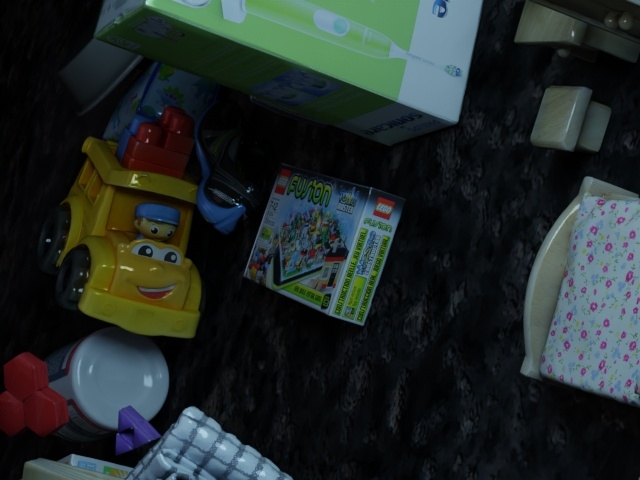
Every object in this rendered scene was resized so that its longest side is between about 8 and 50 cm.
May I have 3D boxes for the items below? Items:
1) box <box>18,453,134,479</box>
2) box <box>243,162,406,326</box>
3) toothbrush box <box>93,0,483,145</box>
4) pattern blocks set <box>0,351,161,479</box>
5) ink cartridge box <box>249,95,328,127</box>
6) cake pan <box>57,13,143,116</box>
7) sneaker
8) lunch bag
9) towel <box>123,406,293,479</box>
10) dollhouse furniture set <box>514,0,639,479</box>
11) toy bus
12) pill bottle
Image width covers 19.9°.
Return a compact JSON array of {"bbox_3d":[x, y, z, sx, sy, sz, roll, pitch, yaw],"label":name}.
[{"bbox_3d":[-0.248,0.296,1.837,0.203,0.103,0.114,-30,48,57],"label":"box"},{"bbox_3d":[0.000,0.000,1.590,0.207,0.036,0.114,19,91,66],"label":"box"},{"bbox_3d":[-0.014,-0.222,1.470,0.122,0.283,0.206,-16,60,63],"label":"toothbrush box"},{"bbox_3d":[-0.221,0.293,1.678,0.285,0.026,0.325,25,110,27],"label":"pattern blocks set"},{"bbox_3d":[-0.007,-0.236,1.703,0.159,0.092,0.218,-57,30,31],"label":"ink cartridge box"},{"bbox_3d":[-0.195,-0.265,2.036,0.293,0.054,0.293,-47,13,14],"label":"cake pan"},{"bbox_3d":[-0.081,-0.078,1.802,0.078,0.067,0.188,-31,33,16],"label":"sneaker"},{"bbox_3d":[-0.164,-0.170,2.004,0.129,0.096,0.151,-24,38,63],"label":"lunch bag"},{"bbox_3d":[-0.082,0.287,1.308,0.284,0.235,0.121,-48,8,38],"label":"towel"},{"bbox_3d":[0.137,-0.014,1.137,0.303,0.173,0.356,15,87,67],"label":"dollhouse furniture set"},{"bbox_3d":[-0.179,-0.028,1.852,0.211,0.149,0.220,-67,26,14],"label":"toy bus"},{"bbox_3d":[-0.240,0.156,1.913,0.180,0.108,0.108,-23,53,60],"label":"pill bottle"}]
